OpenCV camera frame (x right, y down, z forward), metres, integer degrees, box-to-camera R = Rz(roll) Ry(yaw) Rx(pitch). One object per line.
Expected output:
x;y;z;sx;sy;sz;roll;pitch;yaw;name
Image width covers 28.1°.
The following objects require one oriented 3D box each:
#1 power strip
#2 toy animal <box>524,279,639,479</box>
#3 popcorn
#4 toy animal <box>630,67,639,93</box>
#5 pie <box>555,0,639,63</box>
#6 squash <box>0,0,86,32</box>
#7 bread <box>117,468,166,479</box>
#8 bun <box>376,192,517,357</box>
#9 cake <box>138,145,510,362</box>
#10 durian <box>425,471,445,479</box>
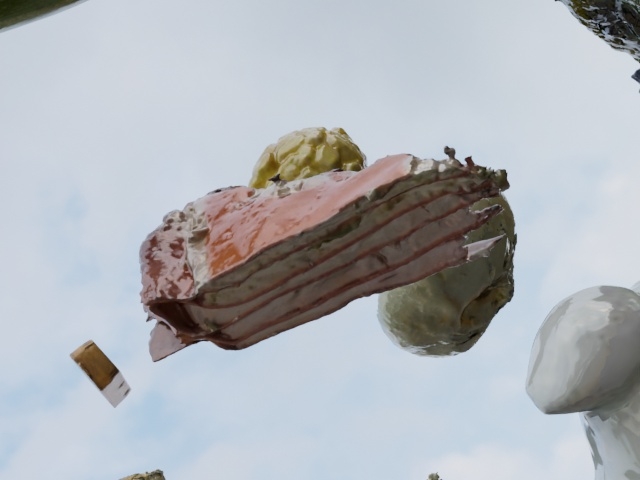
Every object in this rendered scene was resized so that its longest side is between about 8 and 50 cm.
-0.221;0.139;1.306;0.028;0.049;0.178;-42;-10;-13;power strip
0.176;0.202;0.761;0.241;0.196;0.368;28;-92;-22;toy animal
-0.010;-0.052;1.512;0.180;0.170;0.180;-14;-65;-33;popcorn
0.557;-0.161;1.822;0.239;0.255;0.176;-64;-17;-10;toy animal
0.381;-0.260;1.330;0.296;0.371;0.078;31;-101;-10;pie
-0.238;-0.196;0.978;0.239;0.069;0.069;-28;-44;-32;squash
-0.174;0.282;1.254;0.053;0.106;0.072;-4;-13;-39;bread
0.200;0.045;1.839;0.287;0.146;0.287;-37;-42;-41;bun
-0.002;-0.006;0.919;0.287;0.135;0.098;-16;-60;13;cake
0.054;0.318;1.285;0.224;0.078;0.140;-8;-87;-41;durian
